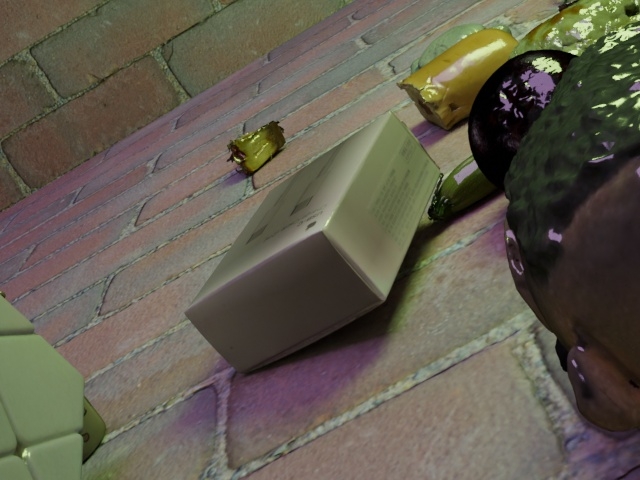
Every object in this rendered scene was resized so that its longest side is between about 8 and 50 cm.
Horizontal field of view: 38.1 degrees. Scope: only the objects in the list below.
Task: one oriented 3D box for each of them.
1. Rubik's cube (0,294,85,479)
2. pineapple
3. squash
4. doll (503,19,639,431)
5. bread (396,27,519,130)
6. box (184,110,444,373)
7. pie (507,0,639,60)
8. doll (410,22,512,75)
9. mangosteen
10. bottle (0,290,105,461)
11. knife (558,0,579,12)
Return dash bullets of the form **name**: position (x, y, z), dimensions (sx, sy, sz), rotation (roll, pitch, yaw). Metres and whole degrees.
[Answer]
- **Rubik's cube**: position (-0.408, 0.193, 0.737), dimensions (0.315, 0.319, 0.322), rotation (-29, 36, 8)
- **pineapple**: position (-0.117, -0.178, 1.693), dimensions (0.116, 0.069, 0.137), rotation (-28, 18, 13)
- **squash**: position (0.191, -0.081, 1.010), dimensions (0.183, 0.052, 0.052), rotation (-34, 19, 4)
- **doll**: position (0.215, -0.014, 0.547), dimensions (0.247, 0.247, 0.350), rotation (-25, 23, 19)
- **bread**: position (0.204, -0.232, 1.303), dimensions (0.173, 0.085, 0.134), rotation (-33, 19, -2)
- **box**: position (0.000, 0.000, 0.977), dimensions (0.203, 0.106, 0.252), rotation (-29, 20, 35)
- **pie**: position (0.341, -0.262, 1.161), dimensions (0.248, 0.090, 0.201), rotation (-32, 16, -12)
- **doll**: position (0.210, -0.294, 1.467), dimensions (0.103, 0.072, 0.214), rotation (-43, 18, -32)
- **mangosteen**: position (0.223, -0.111, 0.912), dimensions (0.152, 0.153, 0.152), rotation (-28, 19, 11)
- **bottle**: position (-0.329, 0.154, 0.980), dimensions (0.097, 0.209, 0.110), rotation (-12, 28, 46)
- **knife**: position (0.405, -0.387, 1.427), dimensions (0.123, 0.053, 0.278), rotation (-17, 25, 27)
